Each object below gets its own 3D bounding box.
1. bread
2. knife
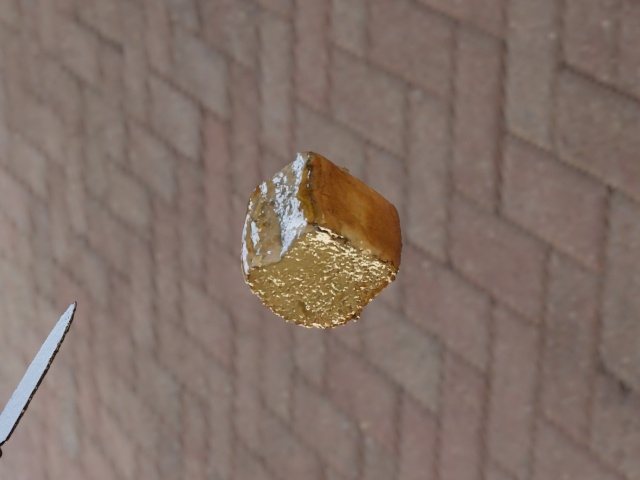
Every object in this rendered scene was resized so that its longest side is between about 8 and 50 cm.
[{"bbox_3d":[-0.001,0.000,1.141,0.077,0.083,0.070,-39,35,30],"label":"bread"},{"bbox_3d":[-0.197,0.112,1.218,0.023,0.010,0.170,28,88,47],"label":"knife"}]
